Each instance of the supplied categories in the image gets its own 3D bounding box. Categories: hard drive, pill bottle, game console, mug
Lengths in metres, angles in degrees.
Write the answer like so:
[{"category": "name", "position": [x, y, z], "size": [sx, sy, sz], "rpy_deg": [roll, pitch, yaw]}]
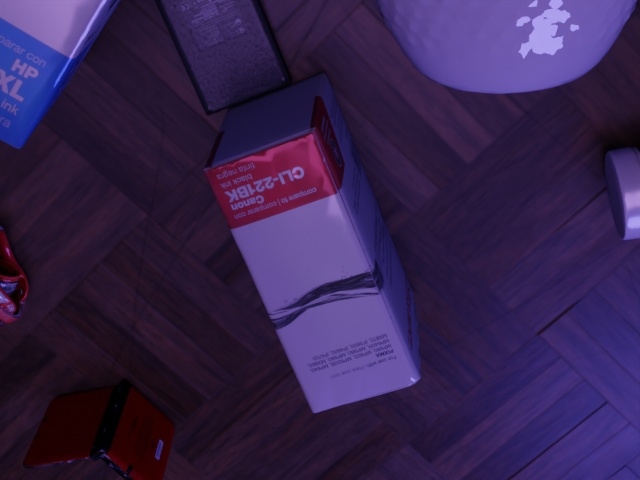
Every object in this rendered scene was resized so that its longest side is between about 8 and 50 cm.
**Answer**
[{"category": "hard drive", "position": [-0.097, -0.201, 1.157], "size": [0.094, 0.022, 0.135], "rpy_deg": [-20, 111, 9]}, {"category": "pill bottle", "position": [0.398, -0.063, 1.152], "size": [0.216, 0.121, 0.121], "rpy_deg": [-10, 112, 5]}, {"category": "game console", "position": [-0.237, 0.224, 1.273], "size": [0.085, 0.144, 0.124], "rpy_deg": [-40, 107, 17]}, {"category": "mug", "position": [0.113, -0.314, 0.998], "size": [0.374, 0.276, 0.328], "rpy_deg": [12, 124, 29]}]

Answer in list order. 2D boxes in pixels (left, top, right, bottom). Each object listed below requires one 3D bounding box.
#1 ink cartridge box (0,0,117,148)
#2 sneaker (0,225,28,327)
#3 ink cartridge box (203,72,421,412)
[{"category": "ink cartridge box", "position": [-0.197, -0.312, 0.970], "size": [0.166, 0.285, 0.395], "rpy_deg": [31, 110, -13]}, {"category": "sneaker", "position": [-0.391, 0.101, 1.254], "size": [0.145, 0.090, 0.270], "rpy_deg": [2, 110, 3]}, {"category": "ink cartridge box", "position": [0.000, 0.000, 1.145], "size": [0.114, 0.197, 0.273], "rpy_deg": [-20, 111, 11]}]
